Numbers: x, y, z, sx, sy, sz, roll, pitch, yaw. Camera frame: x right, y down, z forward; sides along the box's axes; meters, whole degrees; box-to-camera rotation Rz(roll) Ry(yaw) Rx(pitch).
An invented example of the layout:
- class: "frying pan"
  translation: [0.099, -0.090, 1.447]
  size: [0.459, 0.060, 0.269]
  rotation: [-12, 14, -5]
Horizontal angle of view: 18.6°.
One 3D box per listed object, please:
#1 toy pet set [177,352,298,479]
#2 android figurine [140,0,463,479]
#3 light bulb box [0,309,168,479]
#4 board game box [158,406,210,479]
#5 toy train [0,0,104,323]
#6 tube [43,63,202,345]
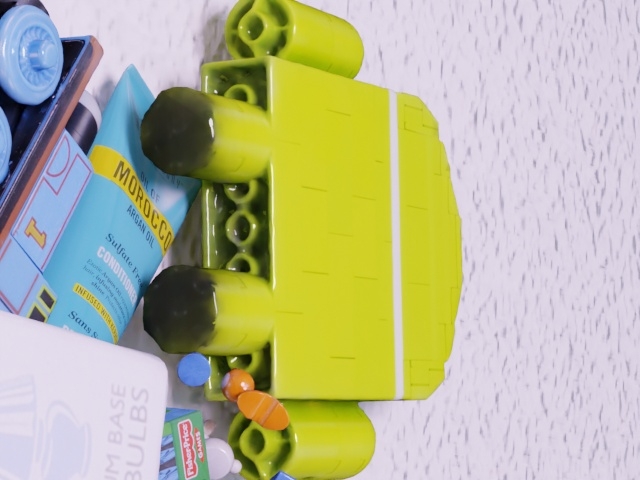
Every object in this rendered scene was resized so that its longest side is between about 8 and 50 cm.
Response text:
- class: "toy pet set"
  translation: [-0.043, 0.119, 0.917]
  size: [0.114, 0.122, 0.065]
  rotation: [31, 12, -8]
- class: "android figurine"
  translation: [0.000, 0.000, 1.007]
  size: [0.273, 0.056, 0.248]
  rotation: [5, 82, -61]
- class: "light bulb box"
  translation: [-0.249, 0.165, 0.493]
  size: [0.361, 0.225, 0.358]
  rotation: [22, 69, -54]
- class: "board game box"
  translation: [-0.119, 0.169, 0.788]
  size: [0.211, 0.039, 0.160]
  rotation: [-16, 102, -51]
- class: "toy train"
  translation: [-0.149, -0.020, 0.824]
  size: [0.105, 0.080, 0.184]
  rotation: [59, 42, -42]
- class: "tube"
  translation: [-0.108, 0.018, 0.897]
  size: [0.080, 0.052, 0.207]
  rotation: [65, 36, -41]
